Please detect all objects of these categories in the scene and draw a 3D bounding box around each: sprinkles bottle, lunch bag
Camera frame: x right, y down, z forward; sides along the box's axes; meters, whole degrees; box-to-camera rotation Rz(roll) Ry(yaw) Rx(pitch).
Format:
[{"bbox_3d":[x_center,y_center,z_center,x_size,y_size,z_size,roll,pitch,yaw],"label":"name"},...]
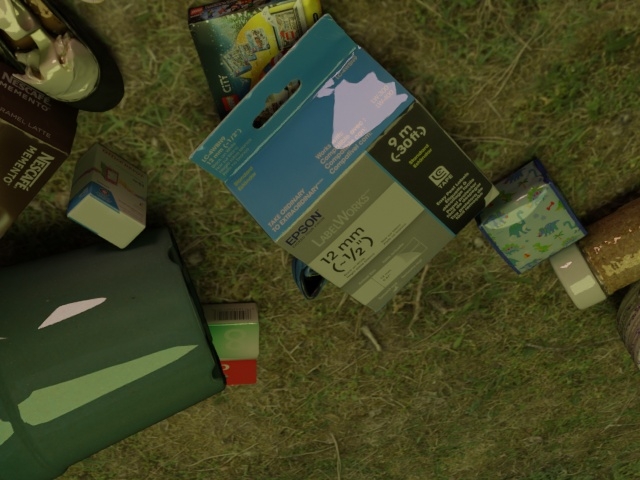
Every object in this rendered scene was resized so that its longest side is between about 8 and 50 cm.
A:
[{"bbox_3d":[0.536,-0.023,1.162,0.355,0.121,0.121,-30,129,17],"label":"sprinkles bottle"},{"bbox_3d":[0.320,-0.028,1.140,0.129,0.096,0.151,-33,118,20],"label":"lunch bag"}]

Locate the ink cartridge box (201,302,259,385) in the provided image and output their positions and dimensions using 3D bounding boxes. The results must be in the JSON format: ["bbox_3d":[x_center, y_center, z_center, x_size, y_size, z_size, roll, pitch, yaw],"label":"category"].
[{"bbox_3d":[-0.198,0.202,1.296,0.181,0.056,0.224,-2,130,-7],"label":"ink cartridge box"}]

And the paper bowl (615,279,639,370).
[{"bbox_3d":[0.647,0.107,1.269,0.284,0.148,0.284,-6,136,-6],"label":"paper bowl"}]

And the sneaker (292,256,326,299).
[{"bbox_3d":[0.000,0.000,1.126,0.069,0.082,0.209,4,129,-10],"label":"sneaker"}]

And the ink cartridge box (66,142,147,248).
[{"bbox_3d":[-0.283,-0.062,0.999,0.052,0.122,0.088,-41,126,20],"label":"ink cartridge box"}]

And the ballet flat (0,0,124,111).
[{"bbox_3d":[-0.324,-0.227,0.832,0.095,0.096,0.280,-31,133,10],"label":"ballet flat"}]

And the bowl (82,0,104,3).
[{"bbox_3d":[-0.264,-0.336,0.766,0.170,0.080,0.170,29,160,11],"label":"bowl"}]

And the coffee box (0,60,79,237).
[{"bbox_3d":[-0.433,-0.098,0.946,0.141,0.098,0.246,31,126,-33],"label":"coffee box"}]

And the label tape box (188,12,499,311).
[{"bbox_3d":[0.043,-0.082,0.973,0.249,0.115,0.348,-45,135,10],"label":"label tape box"}]

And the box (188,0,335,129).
[{"bbox_3d":[-0.059,-0.202,0.960,0.159,0.044,0.233,-13,132,2],"label":"box"}]

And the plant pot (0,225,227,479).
[{"bbox_3d":[-0.329,0.149,1.049,0.334,0.341,0.341,-21,133,-8],"label":"plant pot"}]
